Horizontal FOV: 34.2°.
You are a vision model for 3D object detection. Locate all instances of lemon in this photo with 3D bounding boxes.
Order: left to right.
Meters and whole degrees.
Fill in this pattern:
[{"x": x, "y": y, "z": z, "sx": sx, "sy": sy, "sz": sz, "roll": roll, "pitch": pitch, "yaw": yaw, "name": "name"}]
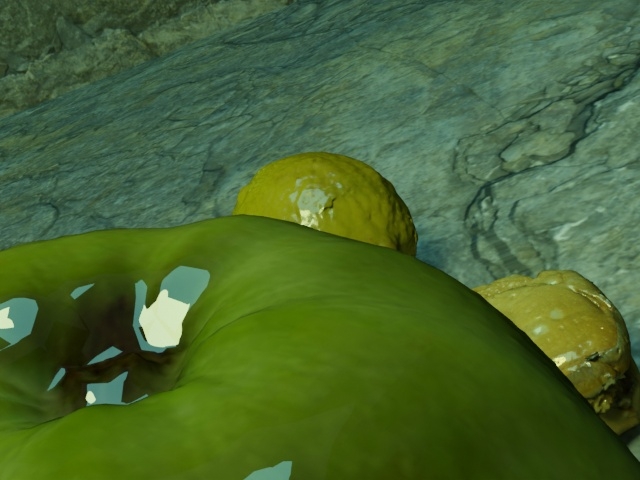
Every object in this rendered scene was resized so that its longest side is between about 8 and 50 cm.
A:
[{"x": 0.000, "y": 0.000, "z": 1.121, "sx": 0.192, "sy": 0.192, "sz": 0.231, "roll": -38, "pitch": 35, "yaw": -29, "name": "lemon"}]

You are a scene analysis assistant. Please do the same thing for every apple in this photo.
[{"x": -0.035, "y": 0.219, "z": 0.452, "sx": 0.474, "sy": 0.473, "sz": 0.473, "roll": -19, "pitch": 25, "yaw": 9, "name": "apple"}]

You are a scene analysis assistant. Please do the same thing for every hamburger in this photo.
[{"x": 0.154, "y": 0.109, "z": 0.865, "sx": 0.214, "sy": 0.108, "sz": 0.213, "roll": -20, "pitch": 26, "yaw": 10, "name": "hamburger"}]
